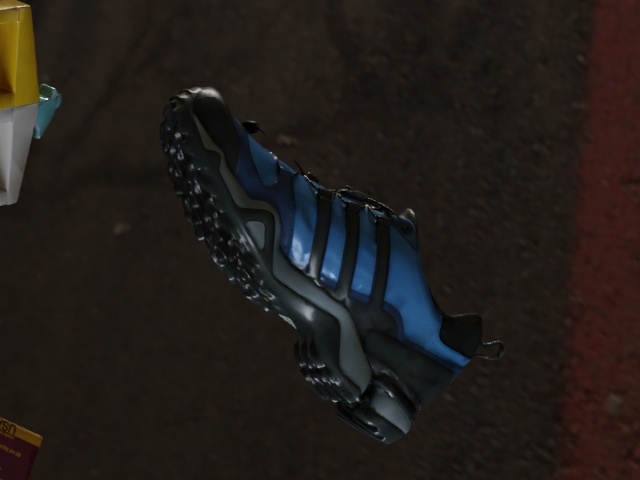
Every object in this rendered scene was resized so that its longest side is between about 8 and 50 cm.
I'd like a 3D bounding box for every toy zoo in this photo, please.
[{"bbox_3d":[-0.343,-0.106,1.628,0.030,0.293,0.192,23,117,34],"label":"toy zoo"}]

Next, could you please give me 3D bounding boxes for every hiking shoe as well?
[{"bbox_3d":[0.000,0.000,1.368,0.132,0.304,0.113,-39,15,-15],"label":"hiking shoe"}]

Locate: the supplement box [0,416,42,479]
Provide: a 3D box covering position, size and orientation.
[{"bbox_3d":[-0.322,0.242,1.587,0.104,0.081,0.188,-10,57,52],"label":"supplement box"}]
